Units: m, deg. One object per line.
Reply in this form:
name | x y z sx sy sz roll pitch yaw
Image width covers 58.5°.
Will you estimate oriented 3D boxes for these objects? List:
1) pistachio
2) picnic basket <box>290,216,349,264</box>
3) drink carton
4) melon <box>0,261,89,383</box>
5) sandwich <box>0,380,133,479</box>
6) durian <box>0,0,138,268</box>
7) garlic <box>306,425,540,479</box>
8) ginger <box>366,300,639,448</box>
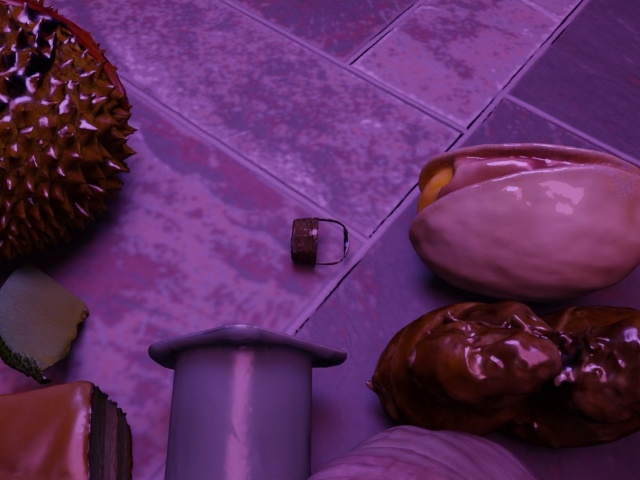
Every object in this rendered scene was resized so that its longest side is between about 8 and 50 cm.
pistachio | 0.279 -0.032 0.760 0.309 0.230 0.229 7 56 12
picnic basket | 0.000 0.000 0.817 0.083 0.072 0.072 4 57 -1
drink carton | -0.084 0.207 0.614 0.191 0.185 0.189 -17 66 33
melon | -0.331 0.104 0.676 0.114 0.262 0.053 27 96 -27
sandwich | -0.304 0.281 0.564 0.198 0.155 0.227 -8 58 -6
durian | -0.427 -0.152 0.760 0.348 0.347 0.384 -2 84 -5
garlic | 0.101 0.308 0.484 0.317 0.259 0.317 37 36 -32
ginger | 0.239 0.135 0.619 0.358 0.274 0.152 1 61 -3
